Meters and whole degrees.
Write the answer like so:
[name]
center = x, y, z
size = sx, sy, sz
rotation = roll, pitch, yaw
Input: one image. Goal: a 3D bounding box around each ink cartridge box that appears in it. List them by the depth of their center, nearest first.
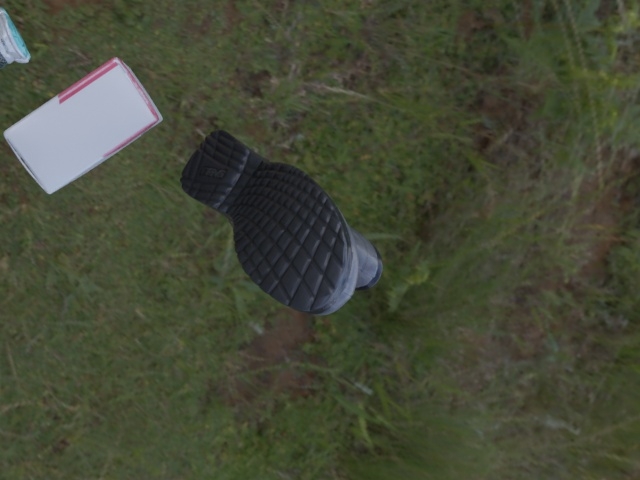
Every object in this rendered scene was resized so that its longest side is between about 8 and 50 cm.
[ink cartridge box]
center = -0.283, -0.141, 1.203
size = 0.158, 0.218, 0.092
rotation = -34, 102, -2

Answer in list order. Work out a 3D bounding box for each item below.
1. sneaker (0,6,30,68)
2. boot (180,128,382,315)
[sneaker]
center = -0.325, -0.177, 0.882
size = 0.076, 0.166, 0.065
rotation = -34, 117, -21
[boot]
center = 0.000, 0.000, 1.088
size = 0.222, 0.338, 0.118
rotation = 33, 101, -38
